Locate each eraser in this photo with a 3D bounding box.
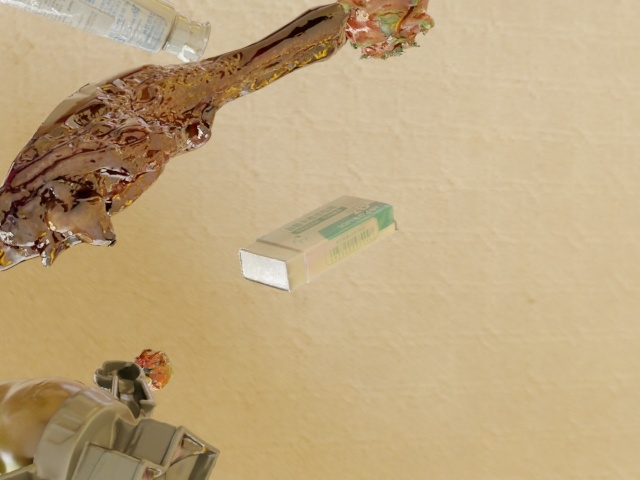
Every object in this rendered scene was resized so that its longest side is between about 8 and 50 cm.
[{"bbox_3d":[0.000,0.000,1.604,0.225,0.095,0.052,-29,121,-41],"label":"eraser"}]

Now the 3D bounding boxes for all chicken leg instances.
[{"bbox_3d":[-0.127,-0.098,0.920,0.407,0.158,0.096,-40,113,-41],"label":"chicken leg"}]

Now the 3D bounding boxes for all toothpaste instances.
[{"bbox_3d":[-0.294,-0.316,1.539,0.299,0.073,0.114,19,127,-22],"label":"toothpaste"}]

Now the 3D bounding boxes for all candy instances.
[{"bbox_3d":[-0.252,0.202,1.577,0.060,0.201,0.060,3,106,11],"label":"candy"}]

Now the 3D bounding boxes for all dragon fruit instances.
[{"bbox_3d":[0.075,-0.334,1.479,0.137,0.135,0.236,-14,139,1],"label":"dragon fruit"}]

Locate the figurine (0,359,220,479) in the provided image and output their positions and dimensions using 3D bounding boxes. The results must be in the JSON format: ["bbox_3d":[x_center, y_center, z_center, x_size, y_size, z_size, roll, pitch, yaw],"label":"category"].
[{"bbox_3d":[-0.291,0.244,1.341,0.285,0.342,0.167,16,100,21],"label":"figurine"}]
